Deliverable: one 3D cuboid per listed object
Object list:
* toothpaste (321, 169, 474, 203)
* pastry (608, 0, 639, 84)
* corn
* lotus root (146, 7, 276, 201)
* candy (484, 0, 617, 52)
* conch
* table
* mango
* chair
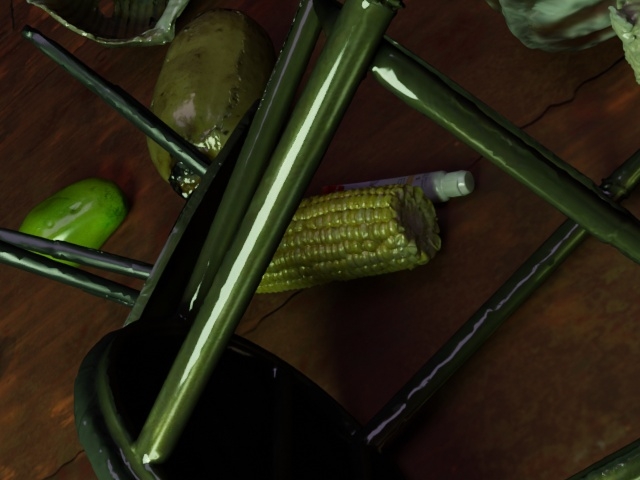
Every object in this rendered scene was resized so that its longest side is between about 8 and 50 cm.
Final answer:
[{"bbox_3d":[0.071,-0.048,0.878,0.190,0.031,0.048,-7,61,38],"label":"toothpaste"},{"bbox_3d":[0.368,-0.224,0.715,0.258,0.121,0.089,-32,71,7],"label":"pastry"},{"bbox_3d":[0.000,0.000,0.853,0.244,0.093,0.093,-10,56,32],"label":"corn"},{"bbox_3d":[-0.130,-0.163,1.035,0.160,0.146,0.284,-37,34,41],"label":"lotus root"},{"bbox_3d":[0.271,-0.299,0.760,0.289,0.214,0.157,-35,49,17],"label":"candy"},{"bbox_3d":[-0.296,-0.396,1.296,0.324,0.186,0.263,-8,66,3],"label":"conch"},{"bbox_3d":[-0.231,-0.049,0.833,0.317,0.249,0.317,-155,90,-89],"label":"table"},{"bbox_3d":[-0.336,-0.022,1.145,0.163,0.089,0.117,-37,35,-6],"label":"mango"},{"bbox_3d":[0.068,0.024,0.573,0.410,0.362,0.364,-54,14,13],"label":"chair"}]
